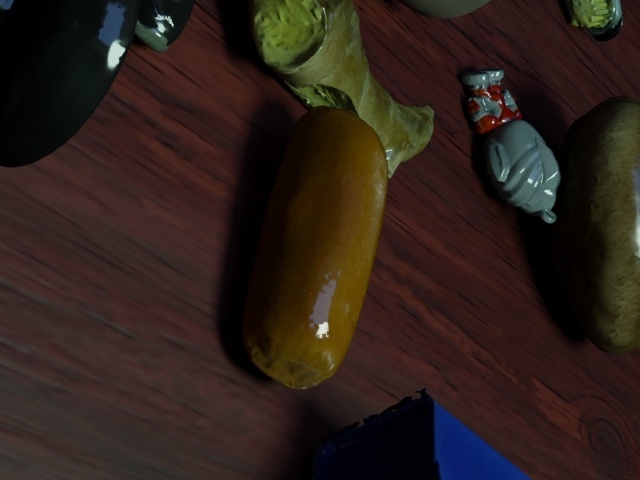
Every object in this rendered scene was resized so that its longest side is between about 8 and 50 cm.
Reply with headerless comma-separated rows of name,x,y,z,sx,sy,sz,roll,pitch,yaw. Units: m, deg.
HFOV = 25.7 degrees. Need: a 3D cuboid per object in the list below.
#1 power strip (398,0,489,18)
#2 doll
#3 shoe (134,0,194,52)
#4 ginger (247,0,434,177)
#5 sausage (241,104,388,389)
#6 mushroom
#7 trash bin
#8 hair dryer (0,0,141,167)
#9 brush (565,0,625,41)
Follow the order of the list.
power strip,0.113,-0.288,1.313,0.078,0.154,0.154,22,60,-56
doll,0.199,-0.098,1.451,0.094,0.079,0.180,-15,79,-46
shoe,-0.094,-0.219,1.023,0.071,0.099,0.169,38,49,-47
ginger,0.019,-0.153,1.197,0.294,0.086,0.131,42,36,-52
sausage,0.000,0.000,1.089,0.098,0.098,0.238,42,49,-41
mushroom,0.316,-0.021,1.520,0.278,0.146,0.278,-4,90,-83
trash bin,0.105,0.248,1.081,0.234,0.162,0.184,47,28,-31
hair dryer,-0.235,-0.241,0.780,0.320,0.155,0.284,36,59,-34
brush,0.301,-0.387,1.737,0.060,0.068,0.297,-10,82,-36
